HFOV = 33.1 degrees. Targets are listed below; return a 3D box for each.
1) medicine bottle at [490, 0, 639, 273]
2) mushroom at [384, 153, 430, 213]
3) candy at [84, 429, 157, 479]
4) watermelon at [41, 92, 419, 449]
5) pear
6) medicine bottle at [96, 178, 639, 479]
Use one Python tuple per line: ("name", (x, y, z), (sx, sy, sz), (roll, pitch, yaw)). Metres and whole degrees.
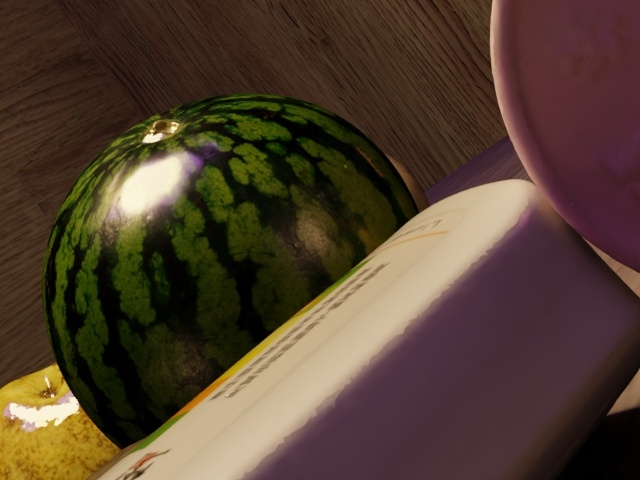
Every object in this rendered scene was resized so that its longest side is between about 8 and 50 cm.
("medicine bottle", (0.203, -0.111, 0.493), (0.202, 0.202, 0.316), (-36, 2, 27))
("mushroom", (0.000, 0.000, 1.505), (0.292, 0.292, 0.290), (157, 137, -83))
("candy", (-0.139, 0.204, 0.609), (0.234, 0.102, 0.104), (-36, 2, -3))
("watermelon", (-0.057, 0.034, 0.783), (0.285, 0.285, 0.285), (-37, 2, 1))
("pear", (-0.196, 0.185, 0.918), (0.197, 0.197, 0.197), (-37, 2, 1))
("medicine bottle", (-0.021, 0.113, 0.382), (0.324, 0.124, 0.179), (-40, -3, -37))
